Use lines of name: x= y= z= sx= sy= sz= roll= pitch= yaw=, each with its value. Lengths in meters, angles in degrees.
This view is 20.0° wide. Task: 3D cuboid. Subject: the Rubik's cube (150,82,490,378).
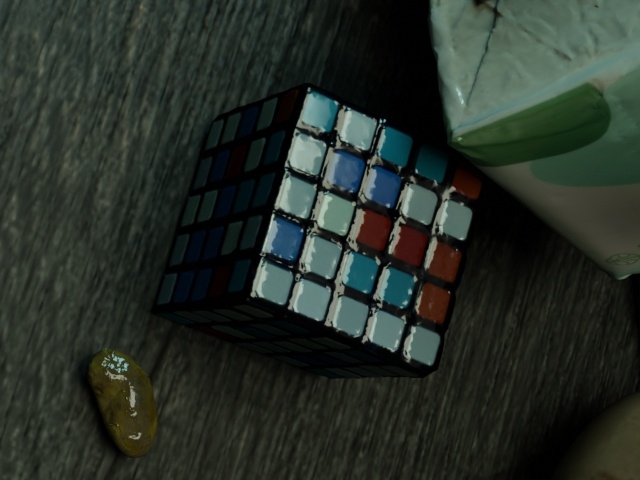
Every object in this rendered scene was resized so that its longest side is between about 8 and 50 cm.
Rubik's cube: x=0.000 y=0.000 z=1.458 sx=0.187 sy=0.184 sz=0.182 roll=23 pitch=75 yaw=-26

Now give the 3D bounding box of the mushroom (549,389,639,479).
mushroom: x=0.348 y=0.273 z=1.586 sx=0.297 sy=0.290 sz=0.297 roll=5 pitch=80 yaw=-31

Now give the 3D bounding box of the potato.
potato: x=-0.153 y=0.126 z=1.434 sx=0.046 sy=0.045 sz=0.092 roll=-22 pitch=93 yaw=3

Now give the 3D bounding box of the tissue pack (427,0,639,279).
tissue pack: x=0.272 y=-0.128 z=1.463 sx=0.356 sy=0.266 sz=0.194 roll=34 pitch=41 yaw=-54

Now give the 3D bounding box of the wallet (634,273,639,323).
wallet: x=0.409 y=0.065 z=1.800 sx=0.229 sy=0.049 sz=0.182 roll=-4 pitch=82 yaw=-34
